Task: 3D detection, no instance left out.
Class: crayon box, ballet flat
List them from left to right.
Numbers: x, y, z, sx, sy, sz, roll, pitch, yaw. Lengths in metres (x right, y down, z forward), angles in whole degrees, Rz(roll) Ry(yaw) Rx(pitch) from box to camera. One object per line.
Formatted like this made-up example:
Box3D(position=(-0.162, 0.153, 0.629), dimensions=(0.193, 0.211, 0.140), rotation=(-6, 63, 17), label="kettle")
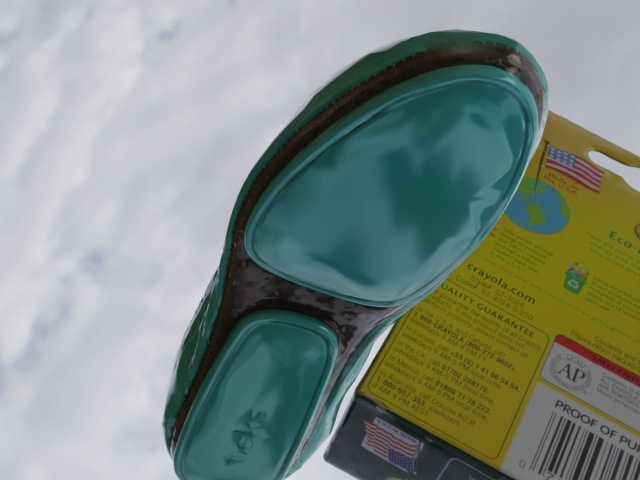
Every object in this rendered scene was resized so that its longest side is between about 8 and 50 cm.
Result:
Box3D(position=(0.000, 0.000, 0.449), dimensions=(0.087, 0.083, 0.247), rotation=(-87, -159, -47), label="ballet flat")
Box3D(position=(0.161, 0.059, 0.764), dimensions=(0.318, 0.202, 0.081), rotation=(-54, 170, -42), label="crayon box")
